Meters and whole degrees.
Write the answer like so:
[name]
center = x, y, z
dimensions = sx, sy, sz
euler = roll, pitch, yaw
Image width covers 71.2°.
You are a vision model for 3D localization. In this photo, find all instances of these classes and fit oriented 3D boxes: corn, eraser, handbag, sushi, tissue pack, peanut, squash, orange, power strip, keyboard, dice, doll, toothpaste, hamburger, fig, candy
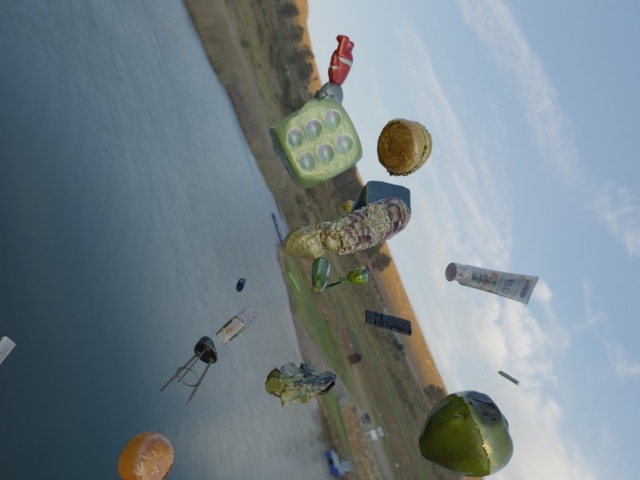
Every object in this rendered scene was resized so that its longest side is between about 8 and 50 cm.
[corn]
center = 0.109, -0.034, 1.040
dimensions = 0.098, 0.289, 0.098
euler = 15, -66, 38
[eraser]
center = -0.840, 0.295, 1.166
dimensions = 0.083, 0.019, 0.038
euler = -75, 152, -45
[handbag]
center = 0.291, -0.144, 2.178
dimensions = 0.241, 0.262, 0.223
euler = 114, -21, -57
[sushi]
center = -0.081, 0.535, 1.674
dimensions = 0.290, 0.139, 0.131
euler = 11, 35, -41
[tissue pack]
center = -0.289, 0.295, 1.567
dimensions = 0.060, 0.108, 0.148
euler = 48, 11, 2
[peanut]
center = 0.000, 0.000, 1.833
dimensions = 0.147, 0.305, 0.147
euler = 167, -90, -86
[squash]
center = -0.003, 0.122, 1.564
dimensions = 0.201, 0.066, 0.066
euler = -79, 153, -64
[orange]
center = -0.632, 0.789, 1.613
dimensions = 0.193, 0.161, 0.194
euler = 6, 82, -53
[power strip]
center = 0.680, 0.495, 1.614
dimensions = 0.083, 0.017, 0.027
euler = 31, -9, 36
[keyboard]
center = 0.299, 0.355, 1.945
dimensions = 0.023, 0.231, 0.072
euler = 127, -26, -51
[dice]
center = -0.021, -0.337, 1.539
dimensions = 0.255, 0.251, 0.250
euler = 61, -5, -13
[doll]
center = 0.049, -0.603, 1.719
dimensions = 0.200, 0.105, 0.337
euler = -30, 138, -70
[toothpaste]
center = 0.534, 0.128, 1.379
dimensions = 0.066, 0.323, 0.100
euler = -137, -118, -67
[hamburger]
center = 0.265, -0.300, 1.464
dimensions = 0.182, 0.117, 0.191
euler = 44, -58, 40
[fig]
center = 0.416, 0.573, 1.311
dimensions = 0.240, 0.271, 0.239
euler = 60, 7, -12
[candy]
center = 0.100, 0.170, 1.875
dimensions = 0.262, 0.077, 0.073
euler = -26, -115, 50

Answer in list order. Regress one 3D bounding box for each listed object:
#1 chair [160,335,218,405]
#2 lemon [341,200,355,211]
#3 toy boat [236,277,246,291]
[chair]
center = -0.409, 0.421, 1.462
dimensions = 0.095, 0.104, 0.222
euler = 52, 32, -16
[lemon]
center = 0.163, -0.195, 2.562
dimensions = 0.065, 0.092, 0.065
euler = -19, 90, -77
[toy boat]
center = -0.345, 0.192, 1.937
dimensions = 0.083, 0.038, 0.038
euler = -58, -145, 33
